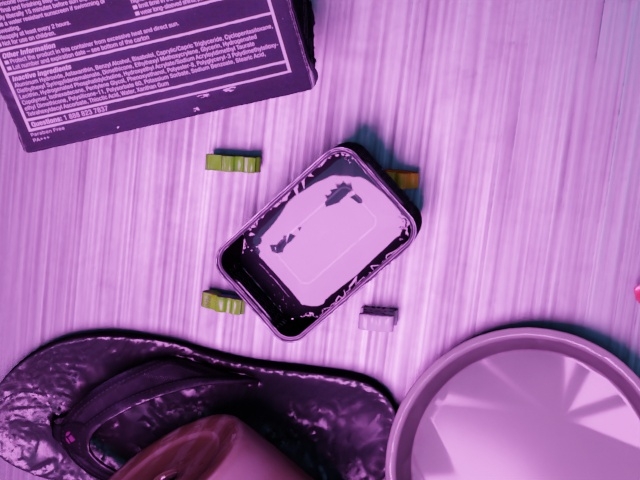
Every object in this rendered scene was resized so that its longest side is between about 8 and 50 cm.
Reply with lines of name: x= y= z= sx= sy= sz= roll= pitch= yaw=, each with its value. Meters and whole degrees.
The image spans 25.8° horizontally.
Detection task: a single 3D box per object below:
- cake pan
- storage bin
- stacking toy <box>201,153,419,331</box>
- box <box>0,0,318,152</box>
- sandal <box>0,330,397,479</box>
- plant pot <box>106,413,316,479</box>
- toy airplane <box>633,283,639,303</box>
cake pan: x=0.215 y=0.236 z=1.437 sx=0.293 sy=0.054 sz=0.293 roll=-1 pitch=85 yaw=10
storage bin: x=0.000 y=0.000 z=1.385 sx=0.180 sy=0.084 sz=0.122 roll=-41 pitch=90 yaw=10
stacking toy: x=-0.015 y=0.000 z=1.456 sx=0.221 sy=0.052 sz=0.167 roll=6 pitch=98 yaw=6
box: x=-0.179 y=-0.275 z=1.305 sx=0.296 sy=0.183 sz=0.294 roll=-12 pitch=128 yaw=7
sandal: x=-0.141 y=0.188 z=1.467 sx=0.445 sy=0.107 sz=0.167 roll=1 pitch=100 yaw=5
plant pot: x=-0.082 y=0.334 z=1.346 sx=0.323 sy=0.323 sz=0.280 roll=-31 pitch=106 yaw=10
toy airplane: x=0.403 y=0.049 z=1.431 sx=0.151 sy=0.028 sz=0.151 roll=1 pitch=100 yaw=7
